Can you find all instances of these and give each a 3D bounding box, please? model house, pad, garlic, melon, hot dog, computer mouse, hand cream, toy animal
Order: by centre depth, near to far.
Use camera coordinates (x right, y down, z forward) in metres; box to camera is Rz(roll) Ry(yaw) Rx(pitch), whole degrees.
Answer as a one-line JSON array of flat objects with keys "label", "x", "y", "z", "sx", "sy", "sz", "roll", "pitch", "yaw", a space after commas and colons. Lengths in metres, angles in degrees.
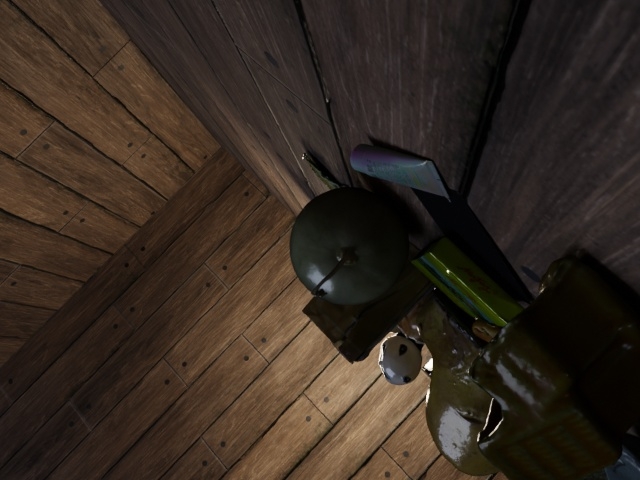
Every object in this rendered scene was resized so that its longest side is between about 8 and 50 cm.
[{"label": "model house", "x": 0.278, "y": 0.174, "z": 0.626, "sx": 0.268, "sy": 0.239, "sz": 0.173, "roll": 44, "pitch": 177, "yaw": -19}, {"label": "hand cream", "x": 0.118, "y": -0.110, "z": 0.775, "sx": 0.174, "sy": 0.047, "sz": 0.076, "roll": 28, "pitch": 162, "yaw": 49}, {"label": "pad", "x": 0.243, "y": -0.004, "z": 0.836, "sx": 0.265, "sy": 0.009, "sz": 0.159, "roll": 48, "pitch": 175, "yaw": -28}, {"label": "computer mouse", "x": 0.625, "y": 0.453, "z": 0.923, "sx": 0.203, "sy": 0.114, "sz": 0.374, "roll": 44, "pitch": 169, "yaw": 50}, {"label": "hot dog", "x": 0.399, "y": 0.209, "z": 1.004, "sx": 0.109, "sy": 0.072, "sz": 0.269, "roll": 48, "pitch": 173, "yaw": -27}, {"label": "melon", "x": 0.059, "y": 0.009, "z": 1.086, "sx": 0.272, "sy": 0.272, "sz": 0.308, "roll": 45, "pitch": 171, "yaw": -16}, {"label": "garlic", "x": 0.278, "y": 0.197, "z": 1.491, "sx": 0.280, "sy": 0.185, "sz": 0.203, "roll": 14, "pitch": 177, "yaw": 40}, {"label": "toy animal", "x": 0.238, "y": 0.346, "z": 1.525, "sx": 0.179, "sy": 0.138, "sz": 0.166, "roll": -9, "pitch": -92, "yaw": -71}]

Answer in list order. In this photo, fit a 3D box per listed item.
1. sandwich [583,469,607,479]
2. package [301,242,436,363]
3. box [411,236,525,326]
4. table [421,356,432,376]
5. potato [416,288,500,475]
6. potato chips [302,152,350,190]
[{"label": "sandwich", "x": 0.613, "y": 0.472, "z": 1.259, "sx": 0.254, "sy": 0.289, "sz": 0.099, "roll": -13, "pitch": 148, "yaw": 30}, {"label": "package", "x": 0.136, "y": 0.141, "z": 1.237, "sx": 0.221, "sy": 0.311, "sz": 0.165, "roll": 46, "pitch": 178, "yaw": -4}, {"label": "box", "x": 0.275, "y": 0.083, "z": 1.002, "sx": 0.187, "sy": 0.047, "sz": 0.335, "roll": 44, "pitch": 179, "yaw": 7}, {"label": "table", "x": 0.428, "y": 0.365, "z": 1.458, "sx": 0.169, "sy": 0.193, "sz": 0.172, "roll": 44, "pitch": 176, "yaw": 7}, {"label": "potato", "x": 0.335, "y": 0.360, "z": 1.222, "sx": 0.397, "sy": 0.296, "sz": 0.290, "roll": 40, "pitch": -168, "yaw": 11}, {"label": "potato chips", "x": 0.039, "y": -0.146, "z": 1.352, "sx": 0.220, "sy": 0.029, "sz": 0.202, "roll": 45, "pitch": 178, "yaw": 35}]
